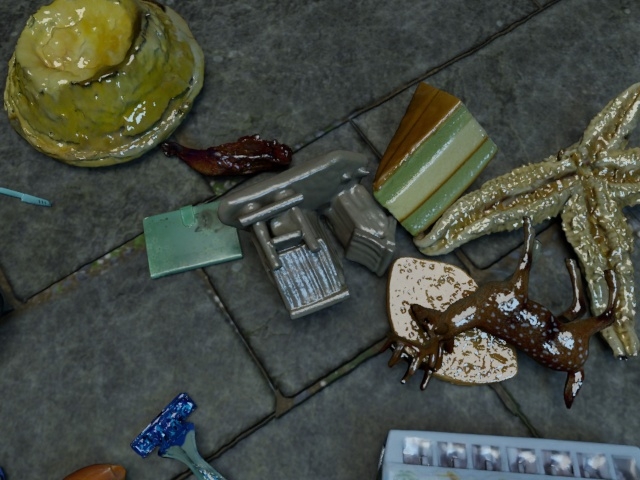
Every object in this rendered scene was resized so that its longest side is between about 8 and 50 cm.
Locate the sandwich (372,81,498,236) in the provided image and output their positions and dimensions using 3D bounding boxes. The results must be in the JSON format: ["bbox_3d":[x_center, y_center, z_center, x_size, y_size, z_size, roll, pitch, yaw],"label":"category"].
[{"bbox_3d":[0.147,-0.123,0.823,0.187,0.144,0.117,-46,116,3],"label":"sandwich"}]

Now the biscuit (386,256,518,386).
[{"bbox_3d":[0.172,0.113,0.754,0.221,0.029,0.142,41,84,10],"label":"biscuit"}]

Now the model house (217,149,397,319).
[{"bbox_3d":[-0.003,-0.002,0.766,0.230,0.122,0.188,-23,73,-14],"label":"model house"}]

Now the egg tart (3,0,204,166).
[{"bbox_3d":[-0.360,-0.290,0.889,0.346,0.132,0.344,-1,67,3],"label":"egg tart"}]

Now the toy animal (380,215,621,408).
[{"bbox_3d":[0.231,0.104,0.695,0.244,0.087,0.259,30,80,10],"label":"toy animal"}]

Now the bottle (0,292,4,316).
[{"bbox_3d":[-0.546,0.180,0.688,0.144,0.144,0.336,30,71,12],"label":"bottle"}]

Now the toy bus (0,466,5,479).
[{"bbox_3d":[-0.466,0.329,0.669,0.153,0.061,0.051,-29,65,-9],"label":"toy bus"}]

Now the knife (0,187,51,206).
[{"bbox_3d":[-0.460,-0.066,0.863,0.091,0.005,0.014,14,67,6],"label":"knife"}]

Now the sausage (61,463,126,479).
[{"bbox_3d":[-0.292,0.346,0.645,0.089,0.089,0.179,17,67,8],"label":"sausage"}]

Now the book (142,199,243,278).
[{"bbox_3d":[-0.192,-0.006,0.827,0.135,0.017,0.103,-13,68,-5],"label":"book"}]

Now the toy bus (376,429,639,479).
[{"bbox_3d":[0.229,0.304,0.649,0.330,0.109,0.135,4,57,2],"label":"toy bus"}]

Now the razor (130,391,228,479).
[{"bbox_3d":[-0.095,0.326,0.668,0.324,0.056,0.093,41,72,15],"label":"razor"}]

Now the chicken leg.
[{"bbox_3d":[-0.146,-0.132,0.863,0.205,0.053,0.093,-1,44,-7],"label":"chicken leg"}]

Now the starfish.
[{"bbox_3d":[0.390,-0.023,0.790,0.432,0.082,0.324,-38,79,-6],"label":"starfish"}]
